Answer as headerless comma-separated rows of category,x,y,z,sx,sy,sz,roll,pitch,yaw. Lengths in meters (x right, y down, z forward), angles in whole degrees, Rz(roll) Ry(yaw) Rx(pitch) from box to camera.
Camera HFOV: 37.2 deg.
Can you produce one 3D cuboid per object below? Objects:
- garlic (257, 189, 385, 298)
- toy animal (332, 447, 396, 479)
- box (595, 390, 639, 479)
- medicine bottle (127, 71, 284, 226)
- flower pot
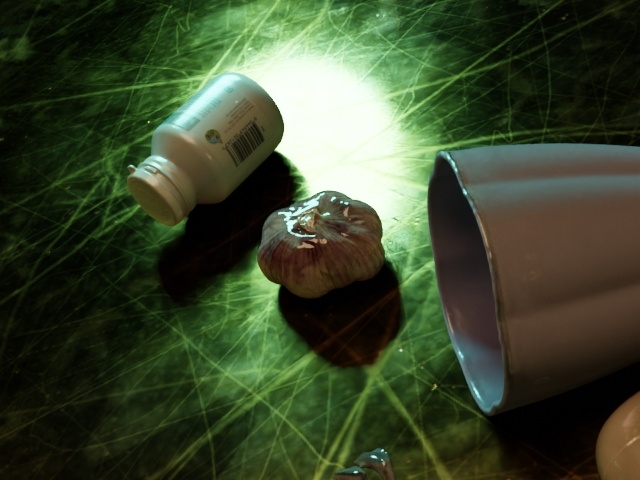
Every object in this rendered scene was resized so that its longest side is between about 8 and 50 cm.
garlic,0.000,0.000,1.151,0.159,0.102,0.147,2,46,23
toy animal,0.061,0.262,0.828,0.273,0.160,0.197,-19,13,-35
box,0.345,0.179,0.837,0.200,0.088,0.146,-27,44,-7
medicine bottle,-0.162,-0.123,1.317,0.135,0.135,0.215,22,57,37
flower pot,0.250,0.018,0.933,0.243,0.265,0.265,-13,42,-2
